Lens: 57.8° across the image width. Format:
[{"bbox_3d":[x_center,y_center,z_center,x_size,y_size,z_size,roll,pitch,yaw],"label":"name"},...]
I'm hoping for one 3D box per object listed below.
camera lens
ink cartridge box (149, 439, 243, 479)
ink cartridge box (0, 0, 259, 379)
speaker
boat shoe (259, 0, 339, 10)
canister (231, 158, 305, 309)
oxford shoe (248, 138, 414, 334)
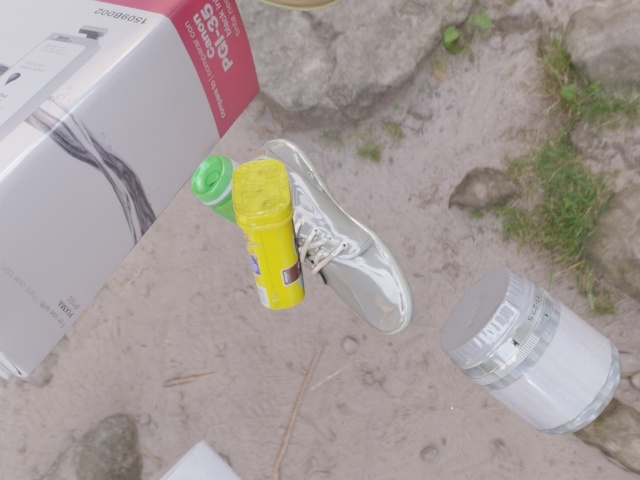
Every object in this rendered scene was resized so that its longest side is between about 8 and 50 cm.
[{"bbox_3d":[0.393,0.210,1.091,0.274,0.219,0.219,37,85,-4],"label":"camera lens"},{"bbox_3d":[-0.095,0.454,0.685,0.395,0.285,0.166,45,52,3],"label":"ink cartridge box"},{"bbox_3d":[-0.207,-0.078,0.407,0.207,0.117,0.283,18,58,22],"label":"ink cartridge box"},{"bbox_3d":[-0.177,-0.097,1.442,0.131,0.296,0.131,-17,59,31],"label":"speaker"},{"bbox_3d":[-0.086,-0.203,0.263,0.104,0.285,0.089,-57,26,14],"label":"boat shoe"},{"bbox_3d":[-0.067,-0.005,0.785,0.073,0.170,0.126,-10,41,-2],"label":"canister"},{"bbox_3d":[0.000,0.000,1.091,0.449,0.130,0.169,52,129,10],"label":"oxford shoe"}]
